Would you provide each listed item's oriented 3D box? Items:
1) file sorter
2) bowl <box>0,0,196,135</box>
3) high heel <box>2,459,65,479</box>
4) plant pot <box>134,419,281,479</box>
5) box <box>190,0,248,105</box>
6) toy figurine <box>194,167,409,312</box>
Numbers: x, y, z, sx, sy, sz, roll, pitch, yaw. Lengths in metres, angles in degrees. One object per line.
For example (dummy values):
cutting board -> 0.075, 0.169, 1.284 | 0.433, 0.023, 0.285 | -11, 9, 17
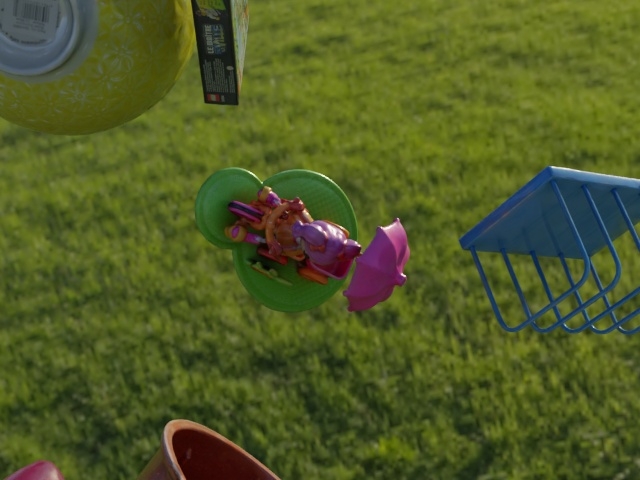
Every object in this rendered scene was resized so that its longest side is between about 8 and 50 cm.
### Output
file sorter -> 0.233, 0.017, 1.068 | 0.170, 0.105, 0.118 | 4, -33, -38
bowl -> -0.272, -0.231, 1.214 | 0.289, 0.290, 0.156 | -11, 17, 9
high heel -> -0.126, 0.327, 0.783 | 0.127, 0.377, 0.181 | -11, 26, 22
plant pot -> -0.124, 0.347, 1.077 | 0.265, 0.272, 0.272 | -47, 23, 4
box -> -0.093, -0.229, 1.144 | 0.036, 0.207, 0.114 | 3, 64, 1
toy figurine -> 0.000, 0.000, 1.025 | 0.159, 0.173, 0.130 | 12, 75, 59
